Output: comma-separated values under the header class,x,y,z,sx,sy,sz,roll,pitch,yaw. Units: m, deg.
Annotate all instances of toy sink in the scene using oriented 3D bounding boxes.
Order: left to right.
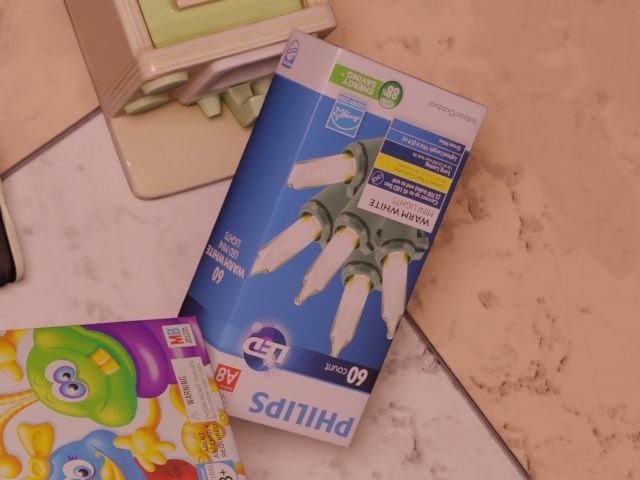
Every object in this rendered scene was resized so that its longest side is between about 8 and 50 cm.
class,x,y,z,sx,sy,sz,roll,pitch,yaw
toy sink,-0.088,-0.166,1.359,0.153,0.131,0.234,-17,85,-21

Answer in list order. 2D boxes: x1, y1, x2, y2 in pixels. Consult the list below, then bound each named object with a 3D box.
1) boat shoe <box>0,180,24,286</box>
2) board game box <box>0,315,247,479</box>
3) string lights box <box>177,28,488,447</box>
class,x,y,z,sx,sy,sz,roll,pitch,yaw
boat shoe,-0.244,-0.030,1.323,0.042,0.049,0.133,-15,89,-29
board game box,-0.207,0.150,1.207,0.275,0.142,0.144,-4,58,-28
string lights box,0.000,0.000,1.321,0.133,0.077,0.259,18,97,-32
